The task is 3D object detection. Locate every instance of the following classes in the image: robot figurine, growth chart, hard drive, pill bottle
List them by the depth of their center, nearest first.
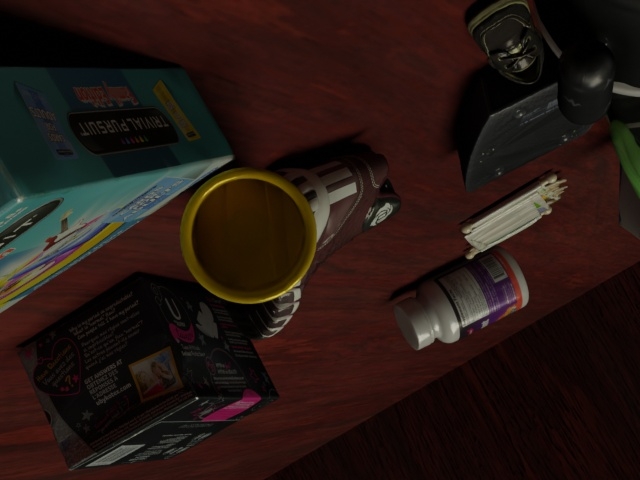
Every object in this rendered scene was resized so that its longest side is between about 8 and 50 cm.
[{"bbox_3d":[0.232,-0.199,0.927,0.209,0.174,0.278,-21,166,1],"label":"robot figurine"},{"bbox_3d":[0.217,-0.135,1.399,0.172,0.054,0.255,-27,167,-5],"label":"hard drive"},{"bbox_3d":[0.277,-0.034,1.968,0.172,0.021,0.237,-30,167,3],"label":"growth chart"},{"bbox_3d":[0.217,0.094,2.136,0.193,0.108,0.108,-25,166,-13],"label":"pill bottle"}]

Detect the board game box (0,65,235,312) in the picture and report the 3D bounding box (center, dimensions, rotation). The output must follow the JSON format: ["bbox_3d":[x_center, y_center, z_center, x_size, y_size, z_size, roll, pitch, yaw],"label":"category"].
[{"bbox_3d":[-0.217,-0.004,0.814,0.253,0.079,0.336,-32,179,15],"label":"board game box"}]

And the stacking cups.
[{"bbox_3d":[-0.053,-0.010,1.090,0.096,0.096,0.316,-28,-177,0],"label":"stacking cups"}]

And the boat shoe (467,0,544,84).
[{"bbox_3d":[0.167,-0.170,1.178,0.056,0.049,0.152,-32,166,16],"label":"boat shoe"}]

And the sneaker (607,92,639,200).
[{"bbox_3d":[0.430,-0.222,1.233,0.483,0.202,0.185,-42,-172,-24],"label":"sneaker"}]

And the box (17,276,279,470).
[{"bbox_3d":[-0.177,0.141,1.450,0.163,0.142,0.247,-30,166,12],"label":"box"}]

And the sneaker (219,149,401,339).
[{"bbox_3d":[0.000,0.000,1.366,0.162,0.106,0.281,-25,166,-28],"label":"sneaker"}]

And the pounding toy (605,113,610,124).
[{"bbox_3d":[0.373,-0.140,1.417,0.094,0.181,0.206,-26,166,-10],"label":"pounding toy"}]

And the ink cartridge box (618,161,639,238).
[{"bbox_3d":[0.621,-0.069,1.768,0.395,0.151,0.270,-7,-157,-15],"label":"ink cartridge box"}]
